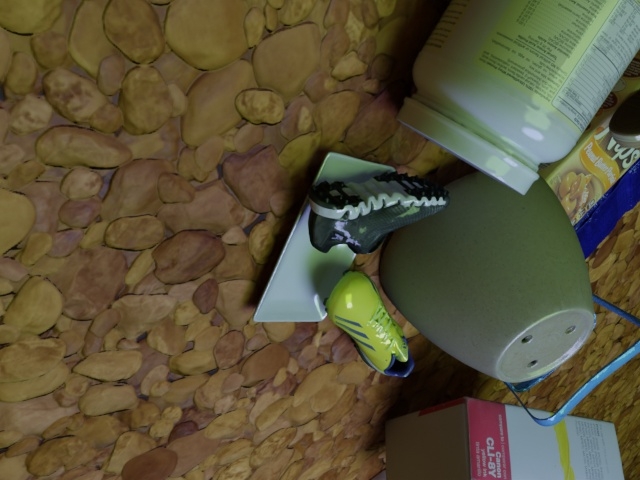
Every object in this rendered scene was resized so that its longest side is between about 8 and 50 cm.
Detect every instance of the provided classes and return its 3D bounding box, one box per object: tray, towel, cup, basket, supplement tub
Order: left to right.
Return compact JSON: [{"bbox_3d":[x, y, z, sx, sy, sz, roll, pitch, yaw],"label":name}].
[{"bbox_3d":[0.000,0.000,0.954,0.145,0.030,0.270,7,115,-43],"label":"tray"},{"bbox_3d":[0.292,0.084,1.056,0.331,0.236,0.331,-14,136,-14],"label":"cup"},{"bbox_3d":[0.265,-0.246,0.840,0.236,0.235,0.324,19,107,-47],"label":"supplement tub"},{"bbox_3d":[0.430,0.179,1.249,0.255,0.289,0.201,-40,120,1],"label":"basket"},{"bbox_3d":[0.600,-0.082,1.380,0.308,0.076,0.227,-47,138,-3],"label":"towel"}]

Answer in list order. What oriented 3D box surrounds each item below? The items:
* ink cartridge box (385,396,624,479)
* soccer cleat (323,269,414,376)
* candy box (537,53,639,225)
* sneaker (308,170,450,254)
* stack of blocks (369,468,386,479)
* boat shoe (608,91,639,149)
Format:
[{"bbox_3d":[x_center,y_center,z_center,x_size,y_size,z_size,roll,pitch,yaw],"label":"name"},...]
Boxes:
[{"bbox_3d":[0.364,0.440,1.322,0.385,0.160,0.279,14,150,-23],"label":"ink cartridge box"},{"bbox_3d":[0.090,0.137,1.046,0.093,0.121,0.289,-49,148,-12],"label":"soccer cleat"},{"bbox_3d":[0.493,-0.169,1.210,0.316,0.087,0.183,-45,138,-4],"label":"candy box"},{"bbox_3d":[0.076,-0.033,0.918,0.235,0.078,0.106,-9,128,-32],"label":"sneaker"},{"bbox_3d":[0.224,0.544,1.522,0.297,0.087,0.171,-30,136,-21],"label":"stack of blocks"},{"bbox_3d":[0.599,-0.213,1.125,0.285,0.105,0.089,-28,129,-23],"label":"boat shoe"}]
